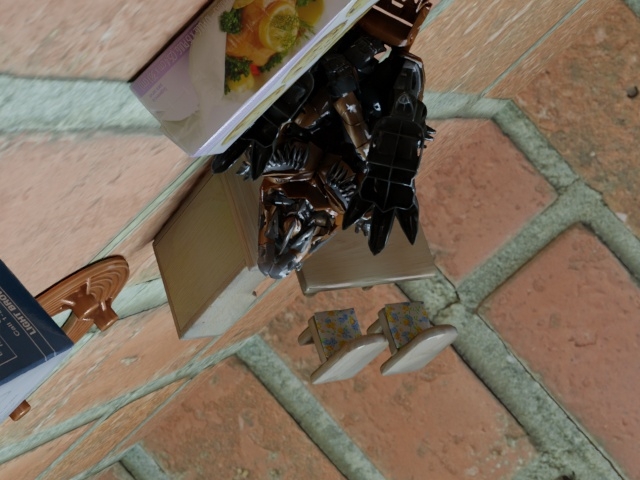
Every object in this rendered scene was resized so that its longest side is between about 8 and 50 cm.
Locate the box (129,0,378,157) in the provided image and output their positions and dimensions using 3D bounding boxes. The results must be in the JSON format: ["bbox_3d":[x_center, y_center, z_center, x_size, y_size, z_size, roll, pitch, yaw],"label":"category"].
[{"bbox_3d":[0.020,-0.179,1.157,0.324,0.063,0.067,-43,175,15],"label":"box"}]

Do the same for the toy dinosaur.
[{"bbox_3d":[0.013,-0.108,1.439,0.218,0.164,0.322,-63,158,-65],"label":"toy dinosaur"}]

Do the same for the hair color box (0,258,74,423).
[{"bbox_3d":[-0.299,0.116,1.038,0.174,0.105,0.347,-45,174,25],"label":"hair color box"}]

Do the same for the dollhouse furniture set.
[{"bbox_3d":[0.000,0.000,1.682,0.242,0.212,0.161,-6,156,-30],"label":"dollhouse furniture set"}]

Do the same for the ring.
[{"bbox_3d":[-0.288,0.136,1.645,0.336,0.032,0.336,-41,175,-4],"label":"ring"}]
